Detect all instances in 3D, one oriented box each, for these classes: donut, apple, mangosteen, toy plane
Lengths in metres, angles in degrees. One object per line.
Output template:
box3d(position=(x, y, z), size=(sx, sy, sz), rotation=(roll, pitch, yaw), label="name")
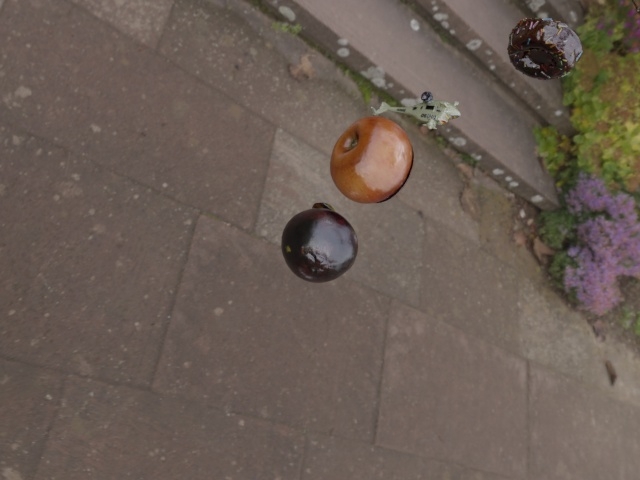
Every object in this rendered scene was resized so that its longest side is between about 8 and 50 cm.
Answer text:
box3d(position=(0.696, -0.593, 1.712), size=(0.235, 0.235, 0.089), rotation=(33, 79, -29), label="donut")
box3d(position=(0.149, -0.248, 1.658), size=(0.206, 0.251, 0.272), rotation=(35, 90, -43), label="apple")
box3d(position=(0.000, 0.000, 1.613), size=(0.228, 0.228, 0.265), rotation=(46, 26, -20), label="mangosteen")
box3d(position=(0.306, -0.413, 1.742), size=(0.108, 0.286, 0.092), rotation=(-69, 154, -12), label="toy plane")

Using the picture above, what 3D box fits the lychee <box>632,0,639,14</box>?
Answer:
box3d(position=(0.722, -0.434, 1.144), size=(0.140, 0.101, 0.114), rotation=(16, 21, -9), label="lychee")
